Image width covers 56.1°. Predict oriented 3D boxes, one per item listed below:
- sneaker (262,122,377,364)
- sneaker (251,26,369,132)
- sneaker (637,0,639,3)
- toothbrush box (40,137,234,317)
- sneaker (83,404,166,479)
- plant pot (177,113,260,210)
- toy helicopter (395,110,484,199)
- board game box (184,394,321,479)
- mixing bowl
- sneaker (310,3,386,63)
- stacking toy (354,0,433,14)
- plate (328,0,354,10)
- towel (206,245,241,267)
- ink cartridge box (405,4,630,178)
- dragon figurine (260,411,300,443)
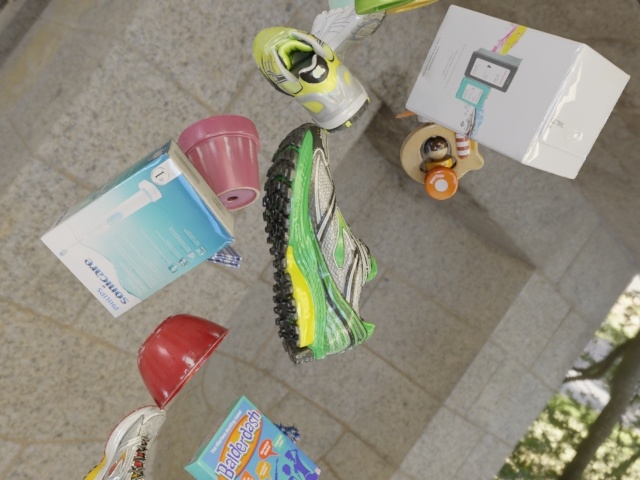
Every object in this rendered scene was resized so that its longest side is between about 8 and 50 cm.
[{"bbox_3d":[0.000,0.000,0.883,0.146,0.343,0.134,-8,-172,-20],"label":"sneaker"},{"bbox_3d":[-0.040,-0.359,1.174,0.384,0.145,0.147,47,179,45],"label":"sneaker"},{"bbox_3d":[0.614,-0.418,0.933,0.282,0.162,0.106,18,175,-20],"label":"sneaker"},{"bbox_3d":[-0.349,-0.023,1.185,0.216,0.296,0.126,54,-173,-23],"label":"toothbrush box"},{"bbox_3d":[-0.335,0.399,1.056,0.093,0.225,0.088,18,160,30],"label":"sneaker"},{"bbox_3d":[-0.231,-0.177,1.459,0.201,0.201,0.180,40,-150,-69],"label":"plant pot"},{"bbox_3d":[0.349,-0.286,1.497,0.235,0.355,0.140,49,-158,-11],"label":"toy helicopter"},{"bbox_3d":[-0.113,0.406,1.064,0.210,0.047,0.160,45,-140,-6],"label":"board game box"},{"bbox_3d":[-0.255,0.197,1.060,0.098,0.181,0.181,40,178,2],"label":"mixing bowl"},{"bbox_3d":[0.047,-0.542,1.524,0.129,0.297,0.111,58,-152,9],"label":"sneaker"},{"bbox_3d":[0.208,-0.543,1.167,0.309,0.280,0.130,-3,108,41],"label":"stacking toy"},{"bbox_3d":[0.095,-0.659,1.577,0.188,0.188,0.024,37,-175,-48],"label":"plate"},{"bbox_3d":[-0.388,0.005,1.508,0.336,0.040,0.243,10,-169,-27],"label":"towel"},{"bbox_3d":[0.337,-0.257,1.048,0.198,0.197,0.270,5,-155,-45],"label":"ink cartridge box"},{"bbox_3d":[-0.167,0.556,1.747,0.085,0.144,0.289,41,165,-28],"label":"dragon figurine"}]
